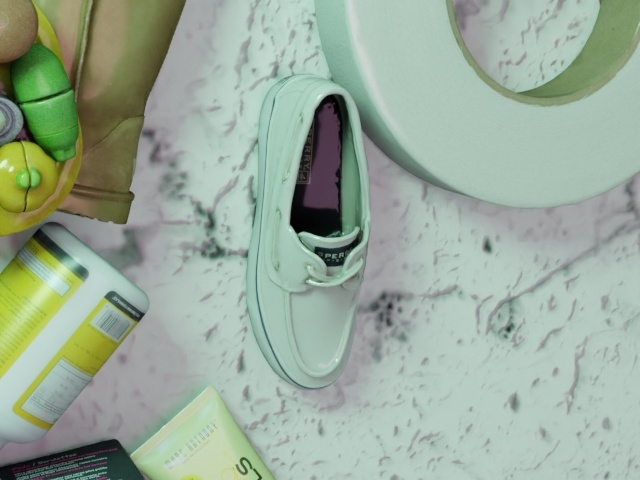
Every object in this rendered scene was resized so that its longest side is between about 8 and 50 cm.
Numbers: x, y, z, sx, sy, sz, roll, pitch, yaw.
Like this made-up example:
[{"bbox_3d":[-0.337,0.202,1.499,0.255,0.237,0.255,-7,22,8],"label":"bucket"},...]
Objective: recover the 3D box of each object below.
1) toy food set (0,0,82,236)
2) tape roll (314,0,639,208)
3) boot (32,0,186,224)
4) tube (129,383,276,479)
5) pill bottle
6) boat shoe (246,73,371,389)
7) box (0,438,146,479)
[{"bbox_3d":[-0.222,-0.106,0.757,0.128,0.071,0.218,-19,103,-22],"label":"toy food set"},{"bbox_3d":[0.180,-0.222,1.001,0.392,0.072,0.392,-5,102,-22],"label":"tape roll"},{"bbox_3d":[-0.212,-0.163,0.842,0.236,0.089,0.269,10,95,-32],"label":"boot"},{"bbox_3d":[-0.057,0.240,1.002,0.240,0.062,0.070,53,38,-18],"label":"tube"},{"bbox_3d":[-0.221,0.084,0.873,0.103,0.103,0.184,43,83,-24],"label":"pill bottle"},{"bbox_3d":[0.000,0.000,0.959,0.096,0.088,0.267,-1,101,-23],"label":"boat shoe"},{"bbox_3d":[-0.244,0.272,0.881,0.247,0.142,0.163,-12,106,-20],"label":"box"}]
